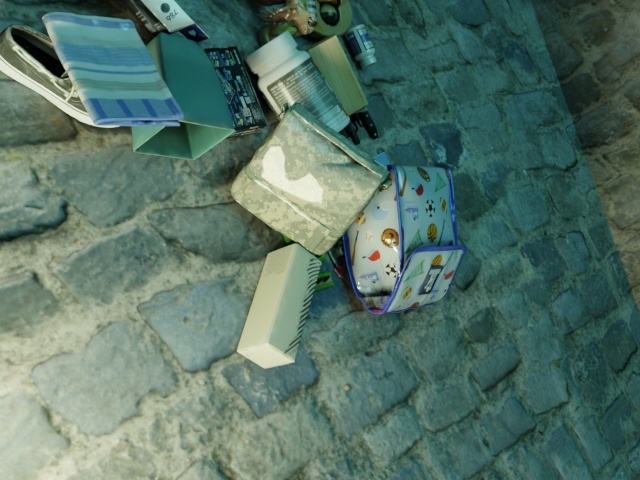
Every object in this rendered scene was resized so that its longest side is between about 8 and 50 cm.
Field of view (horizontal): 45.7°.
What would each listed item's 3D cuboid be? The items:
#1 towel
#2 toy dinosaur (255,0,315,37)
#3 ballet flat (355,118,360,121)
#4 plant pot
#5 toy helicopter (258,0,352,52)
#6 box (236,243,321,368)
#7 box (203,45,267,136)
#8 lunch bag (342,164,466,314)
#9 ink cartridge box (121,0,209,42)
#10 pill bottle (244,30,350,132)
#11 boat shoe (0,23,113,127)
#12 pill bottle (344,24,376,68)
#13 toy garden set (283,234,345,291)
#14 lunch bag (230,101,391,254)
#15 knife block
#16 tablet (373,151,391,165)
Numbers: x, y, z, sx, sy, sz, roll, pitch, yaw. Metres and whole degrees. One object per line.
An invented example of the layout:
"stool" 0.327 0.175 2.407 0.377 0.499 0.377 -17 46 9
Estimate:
"towel" -0.409 -0.342 1.510 0.209 0.034 0.285 -9 61 -45
"toy dinosaur" -0.125 -0.661 2.015 0.127 0.295 0.201 5 111 -35
"ballet flat" 0.073 -0.425 2.204 0.173 0.049 0.057 56 43 -13
"plant pot" -0.321 -0.326 1.685 0.165 0.165 0.234 3 70 -45
"toy helicopter" -0.034 -0.598 2.136 0.355 0.140 0.235 -39 112 -35
"box" -0.092 0.150 1.764 0.094 0.113 0.275 38 52 -31
"box" -0.241 -0.361 1.858 0.175 0.051 0.220 -22 90 -47
"lunch bag" 0.227 -0.005 2.058 0.327 0.238 0.386 -3 88 -52
"ink cartridge box" -0.399 -0.548 1.686 0.332 0.165 0.065 45 80 -22
"pill bottle" -0.062 -0.386 1.968 0.283 0.161 0.161 56 44 -14
"boat shoe" -0.503 -0.337 1.540 0.306 0.105 0.113 33 53 -32
"pill bottle" 0.126 -0.588 2.309 0.067 0.067 0.120 -27 94 -47
"toy garden set" 0.000 0.000 1.961 0.203 0.049 0.244 -12 83 -47
"lunch bag" -0.016 -0.152 1.794 0.305 0.256 0.213 37 41 -5
"knife block" 0.070 -0.391 2.064 0.242 0.088 0.276 58 -3 19
"tablet" 0.181 -0.229 2.268 0.083 0.006 0.054 -33 98 -48
